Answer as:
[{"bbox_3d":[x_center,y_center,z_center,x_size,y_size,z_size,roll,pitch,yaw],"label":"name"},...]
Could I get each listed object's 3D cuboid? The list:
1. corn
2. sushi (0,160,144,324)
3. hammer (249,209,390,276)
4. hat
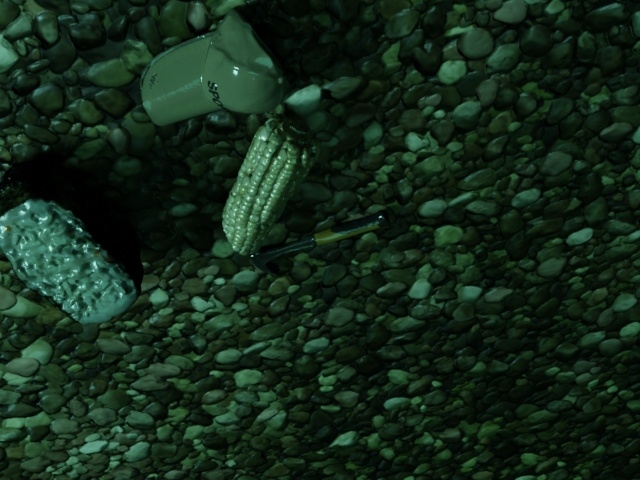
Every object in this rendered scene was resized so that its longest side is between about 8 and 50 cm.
[{"bbox_3d":[-0.073,-0.072,1.501,0.087,0.087,0.211,12,136,-25],"label":"corn"},{"bbox_3d":[-0.317,-0.002,1.470,0.124,0.127,0.225,-29,128,15],"label":"sushi"},{"bbox_3d":[0.000,0.000,1.630,0.201,0.021,0.078,-17,136,4],"label":"hammer"},{"bbox_3d":[-0.122,-0.171,1.379,0.175,0.085,0.147,-24,136,8],"label":"hat"}]
